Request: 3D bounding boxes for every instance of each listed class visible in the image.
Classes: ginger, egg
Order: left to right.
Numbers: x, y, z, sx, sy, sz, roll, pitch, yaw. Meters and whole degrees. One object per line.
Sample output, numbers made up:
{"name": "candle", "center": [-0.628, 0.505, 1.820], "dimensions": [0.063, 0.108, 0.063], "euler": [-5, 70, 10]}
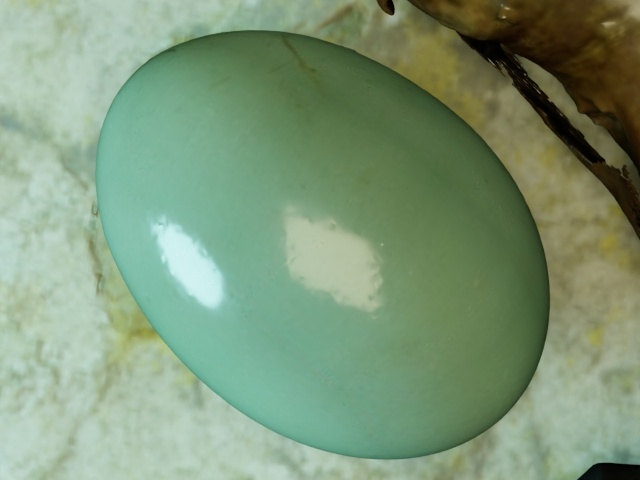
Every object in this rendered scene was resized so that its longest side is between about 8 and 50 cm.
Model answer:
{"name": "egg", "center": [0.000, 0.000, 0.769], "dimensions": [0.231, 0.168, 0.168], "euler": [40, 96, 5]}
{"name": "ginger", "center": [0.155, -0.053, 0.785], "dimensions": [0.133, 0.107, 0.309], "euler": [-39, 93, -8]}

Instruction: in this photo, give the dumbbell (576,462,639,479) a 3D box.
{"name": "dumbbell", "center": [0.265, 0.209, 0.737], "dimensions": [0.322, 0.204, 0.204], "euler": [4, 93, 6]}
